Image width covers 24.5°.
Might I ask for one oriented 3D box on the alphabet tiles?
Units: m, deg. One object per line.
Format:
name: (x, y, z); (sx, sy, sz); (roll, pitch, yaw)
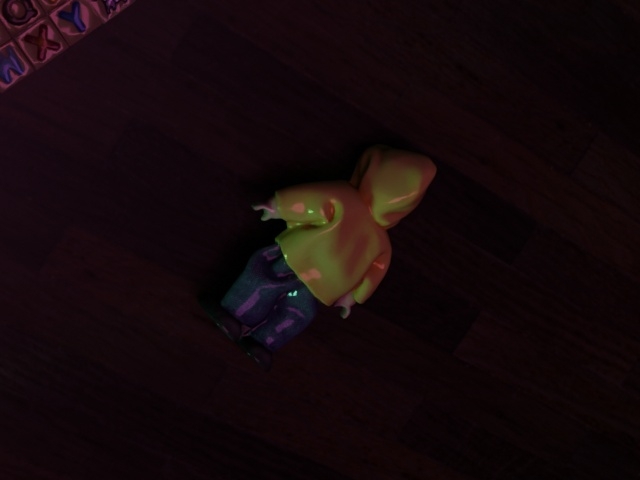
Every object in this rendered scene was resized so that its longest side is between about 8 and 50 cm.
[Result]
alphabet tiles: (-0.256, -0.281, 1.373); (0.237, 0.009, 0.198); (-36, 121, -6)

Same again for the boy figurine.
boy figurine: (0.000, 0.000, 1.560); (0.285, 0.092, 0.177); (-47, 122, -1)
